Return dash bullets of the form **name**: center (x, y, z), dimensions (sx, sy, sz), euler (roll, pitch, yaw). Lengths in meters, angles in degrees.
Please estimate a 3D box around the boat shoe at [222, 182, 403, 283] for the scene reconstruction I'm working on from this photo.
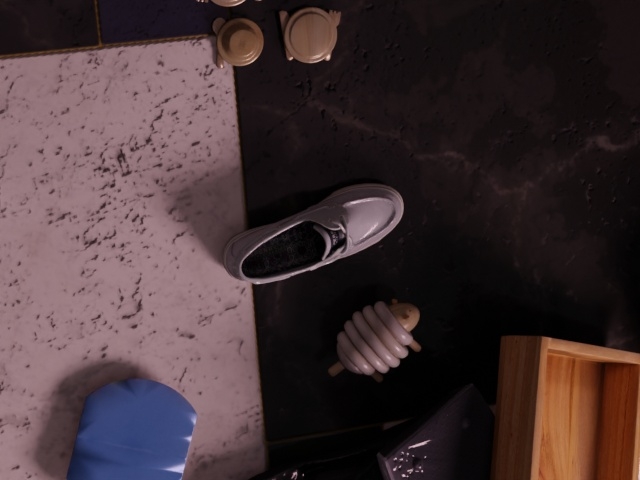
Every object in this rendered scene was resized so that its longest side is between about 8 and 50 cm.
- **boat shoe**: center (-0.001, -0.001, 1.727), dimensions (0.228, 0.081, 0.079), euler (-21, 107, -10)

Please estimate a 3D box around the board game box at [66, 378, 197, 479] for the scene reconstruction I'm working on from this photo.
- **board game box**: center (-0.224, 0.242, 1.748), dimensions (0.133, 0.033, 0.168), euler (13, 94, -13)

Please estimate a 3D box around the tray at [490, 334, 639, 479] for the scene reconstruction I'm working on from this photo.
- **tray**: center (0.293, 0.331, 1.798), dimensions (0.203, 0.076, 0.410), euler (12, 80, -39)

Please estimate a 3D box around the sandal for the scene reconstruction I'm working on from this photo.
- **sandal**: center (0.029, 0.334, 1.799), dimensions (0.446, 0.107, 0.167), euler (-27, 109, -10)

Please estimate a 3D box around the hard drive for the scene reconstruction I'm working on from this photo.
- **hard drive**: center (0.172, 0.317, 1.789), dimensions (0.172, 0.054, 0.254), euler (-37, 111, -26)

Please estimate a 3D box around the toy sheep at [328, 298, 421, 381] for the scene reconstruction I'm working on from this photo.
- **toy sheep**: center (0.065, 0.122, 1.775), dimensions (0.132, 0.091, 0.091), euler (-42, 110, 2)

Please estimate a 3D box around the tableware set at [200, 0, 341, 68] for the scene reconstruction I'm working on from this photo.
- **tableware set**: center (-0.058, -0.267, 1.683), dimensions (0.169, 0.020, 0.141), euler (-9, 107, -15)
